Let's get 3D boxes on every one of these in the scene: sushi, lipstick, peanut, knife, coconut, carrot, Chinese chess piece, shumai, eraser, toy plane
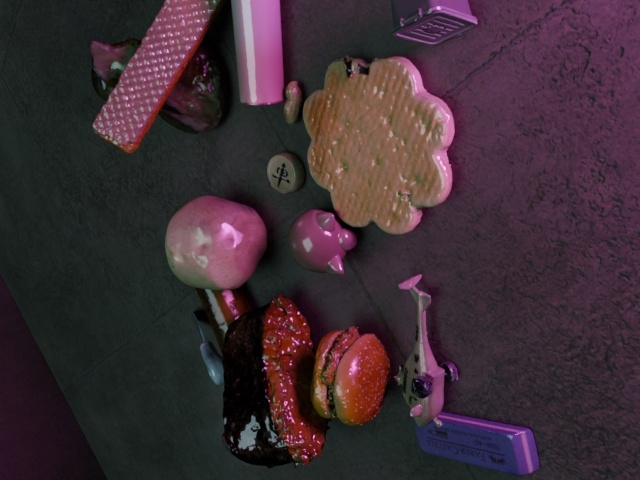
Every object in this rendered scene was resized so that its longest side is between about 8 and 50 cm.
[{"bbox_3d":[-0.078,0.301,1.196,0.207,0.234,0.348,-26,62,35],"label":"sushi"},{"bbox_3d":[-0.115,-0.413,0.999,0.087,0.087,0.327,17,119,38],"label":"lipstick"},{"bbox_3d":[-0.051,-0.257,1.049,0.037,0.037,0.083,27,126,32],"label":"peanut"},{"bbox_3d":[-0.295,0.247,1.414,0.331,0.044,0.080,43,150,56],"label":"knife"},{"bbox_3d":[-0.232,0.004,1.221,0.224,0.224,0.224,19,121,36],"label":"coconut"},{"bbox_3d":[-0.215,0.182,1.347,0.114,0.114,0.302,-25,87,46],"label":"carrot"},{"bbox_3d":[-0.070,-0.135,1.120,0.084,0.034,0.084,18,119,36],"label":"Chinese chess piece"},{"bbox_3d":[-0.341,-0.326,1.173,0.272,0.204,0.222,23,124,30],"label":"shumai"},{"bbox_3d":[0.277,0.364,1.019,0.225,0.036,0.082,-3,104,44],"label":"eraser"},{"bbox_3d":[0.180,0.207,1.006,0.108,0.092,0.286,20,119,48],"label":"toy plane"}]

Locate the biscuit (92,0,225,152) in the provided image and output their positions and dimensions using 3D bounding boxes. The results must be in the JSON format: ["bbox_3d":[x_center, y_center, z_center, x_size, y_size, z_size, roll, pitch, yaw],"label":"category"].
[{"bbox_3d":[-0.308,-0.348,1.085,0.094,0.054,0.378,34,98,-9],"label":"biscuit"}]

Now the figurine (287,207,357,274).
[{"bbox_3d":[0.000,0.000,1.064,0.138,0.125,0.125,9,115,58],"label":"figurine"}]

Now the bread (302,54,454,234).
[{"bbox_3d":[0.094,-0.160,0.943,0.316,0.054,0.316,18,119,37],"label":"bread"}]

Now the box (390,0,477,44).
[{"bbox_3d":[0.153,-0.322,0.773,0.084,0.122,0.069,-11,89,44],"label":"box"}]

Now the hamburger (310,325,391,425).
[{"bbox_3d":[0.062,0.255,1.077,0.118,0.182,0.191,0,101,26],"label":"hamburger"}]
